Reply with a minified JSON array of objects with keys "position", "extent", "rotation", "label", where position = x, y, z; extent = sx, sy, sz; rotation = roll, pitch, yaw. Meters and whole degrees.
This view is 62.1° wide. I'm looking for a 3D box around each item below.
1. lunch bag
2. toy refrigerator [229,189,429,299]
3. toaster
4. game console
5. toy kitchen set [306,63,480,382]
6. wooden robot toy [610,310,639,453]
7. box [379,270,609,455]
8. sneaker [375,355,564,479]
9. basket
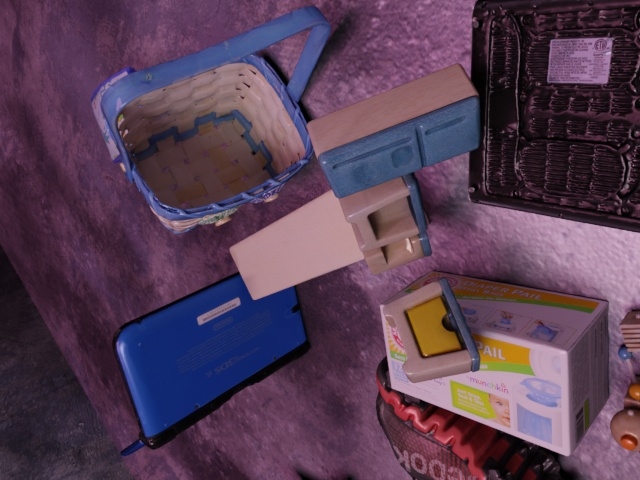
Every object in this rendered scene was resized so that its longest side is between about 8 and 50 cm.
[{"position":[-0.331,-0.218,0.936],"extent":[0.151,0.096,0.128],"rotation":[-10,102,59],"label":"lunch bag"},{"position":[0.000,0.000,0.689],"extent":[0.269,0.102,0.094],"rotation":[-26,90,49],"label":"toy refrigerator"},{"position":[0.212,-0.104,0.399],"extent":[0.186,0.110,0.168],"rotation":[16,122,42],"label":"toaster"},{"position":[-0.182,0.180,0.828],"extent":[0.173,0.293,0.250],"rotation":[4,112,46],"label":"game console"},{"position":[0.093,0.004,0.433],"extent":[0.207,0.122,0.166],"rotation":[58,-167,-58],"label":"toy kitchen set"},{"position":[0.294,0.155,0.471],"extent":[0.076,0.079,0.173],"rotation":[9,116,45],"label":"wooden robot toy"},{"position":[0.176,0.113,0.556],"extent":[0.203,0.103,0.114],"rotation":[8,116,45],"label":"box"},{"position":[0.171,0.259,0.643],"extent":[0.276,0.098,0.135],"rotation":[37,133,31],"label":"sneaker"},{"position":[-0.122,-0.140,0.641],"extent":[0.201,0.255,0.289],"rotation":[56,158,12],"label":"basket"}]
